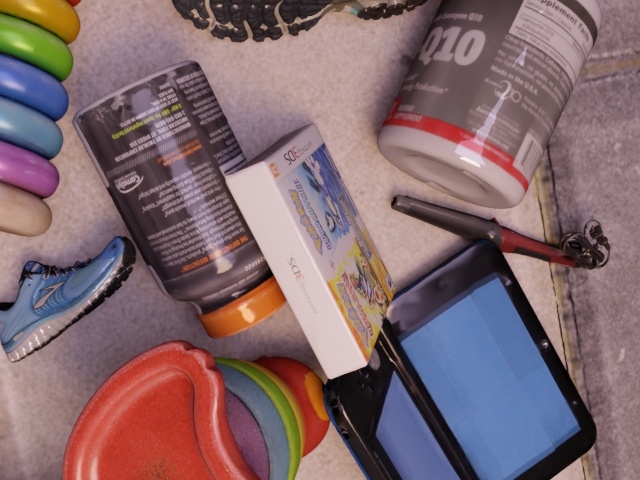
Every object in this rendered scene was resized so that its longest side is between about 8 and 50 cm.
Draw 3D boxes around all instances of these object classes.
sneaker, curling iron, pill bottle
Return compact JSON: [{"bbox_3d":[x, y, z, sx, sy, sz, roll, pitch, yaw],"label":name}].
[{"bbox_3d":[-0.018,-0.281,0.825,0.282,0.110,0.122,-12,79,-19],"label":"sneaker"},{"bbox_3d":[0.206,-0.015,0.925,0.273,0.035,0.068,13,126,-14],"label":"curling iron"},{"bbox_3d":[-0.120,-0.032,0.777,0.130,0.130,0.246,-28,101,-14],"label":"pill bottle"},{"bbox_3d":[-0.245,0.043,0.765,0.162,0.063,0.073,-36,93,6],"label":"sneaker"},{"bbox_3d":[0.186,-0.190,0.848,0.161,0.161,0.283,27,85,-17],"label":"pill bottle"}]

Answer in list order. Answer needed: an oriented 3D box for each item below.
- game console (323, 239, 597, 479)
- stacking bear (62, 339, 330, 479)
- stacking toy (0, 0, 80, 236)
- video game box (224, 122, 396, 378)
[{"bbox_3d":[0.163,0.189,0.857,0.173,0.250,0.293,-27,102,21],"label":"game console"},{"bbox_3d":[-0.077,0.172,0.732,0.164,0.289,0.175,-28,83,17],"label":"stacking bear"},{"bbox_3d":[-0.267,-0.176,0.734,0.141,0.141,0.331,17,82,-17],"label":"stacking toy"},{"bbox_3d":[0.000,0.000,0.792,0.048,0.187,0.205,-23,102,22],"label":"video game box"}]
